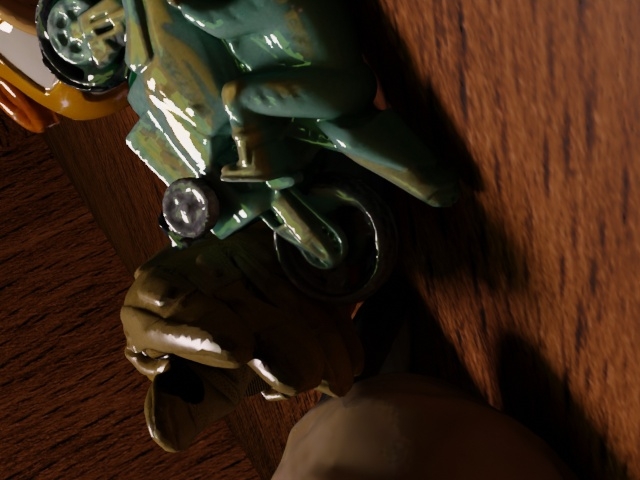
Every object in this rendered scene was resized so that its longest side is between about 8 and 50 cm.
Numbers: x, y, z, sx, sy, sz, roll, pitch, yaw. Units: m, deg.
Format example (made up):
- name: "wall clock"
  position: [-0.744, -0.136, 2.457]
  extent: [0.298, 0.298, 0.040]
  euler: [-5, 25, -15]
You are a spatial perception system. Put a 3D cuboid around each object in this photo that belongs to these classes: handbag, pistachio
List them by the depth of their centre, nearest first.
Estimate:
- name: "pistachio"
  position: [0.086, 0.227, 1.030]
  extent: [0.208, 0.226, 0.332]
  euler: [-90, -21, -55]
- name: "handbag"
  position: [0.024, 0.159, 1.268]
  extent: [0.075, 0.192, 0.332]
  euler: [17, 163, 3]

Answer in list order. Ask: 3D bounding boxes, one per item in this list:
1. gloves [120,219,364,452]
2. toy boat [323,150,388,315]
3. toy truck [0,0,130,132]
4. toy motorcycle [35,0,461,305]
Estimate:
- name: "gloves"
  position: [-0.062, 0.056, 1.029]
  extent: [0.331, 0.154, 0.141]
  euler: [123, 128, -85]
- name: "toy boat"
  position: [0.000, 0.000, 1.162]
  extent: [0.136, 0.079, 0.392]
  euler: [55, 167, 16]
- name: "toy truck"
  position: [-0.211, -0.232, 1.125]
  extent: [0.288, 0.204, 0.211]
  euler: [48, 162, -13]
- name: "toy motorcycle"
  position: [-0.041, -0.101, 0.920]
  extent: [0.296, 0.198, 0.109]
  euler: [46, -150, 8]
